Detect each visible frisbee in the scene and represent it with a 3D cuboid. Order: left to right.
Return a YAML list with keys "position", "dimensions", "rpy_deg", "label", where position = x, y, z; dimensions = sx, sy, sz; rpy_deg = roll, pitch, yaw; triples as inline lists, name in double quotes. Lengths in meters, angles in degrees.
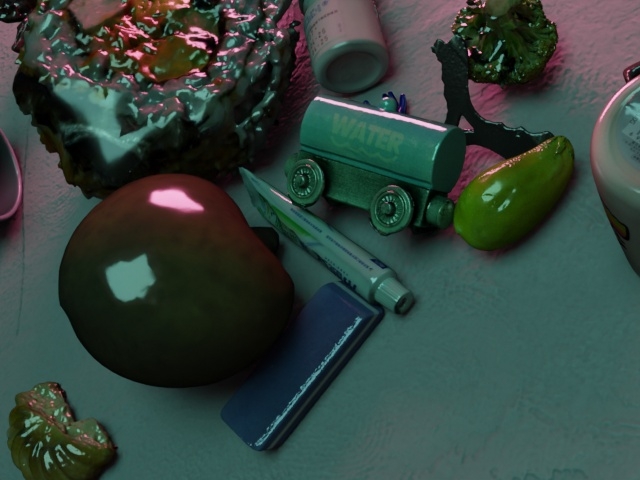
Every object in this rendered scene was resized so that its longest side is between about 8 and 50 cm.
- position: [0.174, -0.153, 1.344]
  dimensions: [0.211, 0.012, 0.187]
  rpy_deg: [-4, 100, 26]
  label: "frisbee"

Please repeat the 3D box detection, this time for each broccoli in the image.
- position: [0.221, -0.247, 1.360]
  dimensions: [0.130, 0.120, 0.131]
  rpy_deg: [17, 71, 21]
  label: "broccoli"

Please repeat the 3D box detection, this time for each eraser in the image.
- position: [-0.023, 0.146, 1.338]
  dimensions: [0.082, 0.036, 0.225]
  rpy_deg: [35, 85, 37]
  label: "eraser"

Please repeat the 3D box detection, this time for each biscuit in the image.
- position: [-0.348, 0.258, 1.447]
  dimensions: [0.183, 0.061, 0.118]
  rpy_deg: [29, 83, 36]
  label: "biscuit"

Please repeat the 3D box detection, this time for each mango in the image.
- position: [0.224, -0.053, 1.275]
  dimensions: [0.165, 0.091, 0.074]
  rpy_deg: [-41, 42, 6]
  label: "mango"

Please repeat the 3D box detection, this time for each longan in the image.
- position: [-0.171, 0.048, 1.354]
  dimensions: [0.300, 0.300, 0.243]
  rpy_deg: [56, 140, 37]
  label: "longan"

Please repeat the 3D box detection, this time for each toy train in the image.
- position: [0.064, -0.096, 1.361]
  dimensions: [0.248, 0.101, 0.159]
  rpy_deg: [18, 96, 36]
  label: "toy train"

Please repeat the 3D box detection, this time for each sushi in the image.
- position: [-0.217, -0.248, 1.537]
  dimensions: [0.417, 0.176, 0.418]
  rpy_deg: [-3, 66, 6]
  label: "sushi"

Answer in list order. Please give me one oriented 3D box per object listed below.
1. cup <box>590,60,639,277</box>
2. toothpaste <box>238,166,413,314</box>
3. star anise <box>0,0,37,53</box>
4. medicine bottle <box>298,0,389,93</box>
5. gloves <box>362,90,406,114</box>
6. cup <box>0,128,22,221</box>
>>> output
- position: [0.368, -0.087, 1.143]
  dimensions: [0.191, 0.200, 0.253]
  rpy_deg: [-24, 55, 16]
  label: "cup"
- position: [0.000, 0.000, 1.390]
  dimensions: [0.048, 0.075, 0.297]
  rpy_deg: [-39, 53, -19]
  label: "toothpaste"
- position: [-0.384, -0.382, 1.774]
  dimensions: [0.212, 0.129, 0.283]
  rpy_deg: [21, 68, 29]
  label: "star anise"
- position: [0.029, -0.288, 1.500]
  dimensions: [0.105, 0.105, 0.168]
  rpy_deg: [-22, 57, 18]
  label: "medicine bottle"
- position: [0.081, -0.156, 1.448]
  dimensions: [0.064, 0.026, 0.086]
  rpy_deg: [-13, 60, 25]
  label: "gloves"
- position: [-0.633, -0.071, 1.690]
  dimensions: [0.312, 0.205, 0.205]
  rpy_deg: [-22, 56, 18]
  label: "cup"
